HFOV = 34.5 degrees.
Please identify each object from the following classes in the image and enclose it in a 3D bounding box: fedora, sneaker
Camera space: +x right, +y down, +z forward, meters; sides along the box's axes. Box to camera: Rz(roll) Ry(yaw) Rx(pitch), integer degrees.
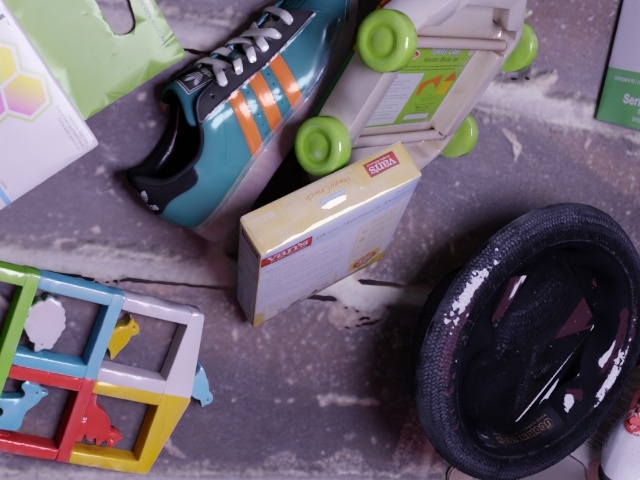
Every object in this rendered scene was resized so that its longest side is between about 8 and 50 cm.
[{"bbox_3d":[0.217,0.104,1.197,0.334,0.152,0.334,-7,105,-29],"label":"fedora"},{"bbox_3d":[-0.077,-0.149,1.011,0.121,0.108,0.302,29,95,-33],"label":"sneaker"},{"bbox_3d":[0.396,0.170,1.186,0.270,0.090,0.145,-33,129,-43],"label":"sneaker"}]

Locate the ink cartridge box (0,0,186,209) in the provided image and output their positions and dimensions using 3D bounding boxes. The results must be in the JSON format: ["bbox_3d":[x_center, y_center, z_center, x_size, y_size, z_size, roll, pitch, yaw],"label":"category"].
[{"bbox_3d":[-0.260,-0.170,0.929,0.255,0.097,0.189,-35,117,-10],"label":"ink cartridge box"}]

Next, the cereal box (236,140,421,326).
[{"bbox_3d":[0.000,0.000,1.037,0.173,0.240,0.047,-27,74,-15],"label":"cereal box"}]

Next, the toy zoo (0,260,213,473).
[{"bbox_3d":[-0.246,0.138,1.070,0.293,0.030,0.192,17,99,-27],"label":"toy zoo"}]

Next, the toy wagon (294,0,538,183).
[{"bbox_3d":[0.118,-0.181,1.010,0.267,0.068,0.344,-13,142,-52],"label":"toy wagon"}]

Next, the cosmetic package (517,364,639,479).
[{"bbox_3d":[0.412,0.260,1.330,0.296,0.153,0.129,-17,111,-21],"label":"cosmetic package"}]

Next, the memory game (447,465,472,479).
[{"bbox_3d":[0.245,0.275,1.347,0.186,0.012,0.186,-8,110,-22],"label":"memory game"}]

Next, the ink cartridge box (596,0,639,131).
[{"bbox_3d":[0.471,-0.263,1.215,0.211,0.121,0.289,3,105,-26],"label":"ink cartridge box"}]
